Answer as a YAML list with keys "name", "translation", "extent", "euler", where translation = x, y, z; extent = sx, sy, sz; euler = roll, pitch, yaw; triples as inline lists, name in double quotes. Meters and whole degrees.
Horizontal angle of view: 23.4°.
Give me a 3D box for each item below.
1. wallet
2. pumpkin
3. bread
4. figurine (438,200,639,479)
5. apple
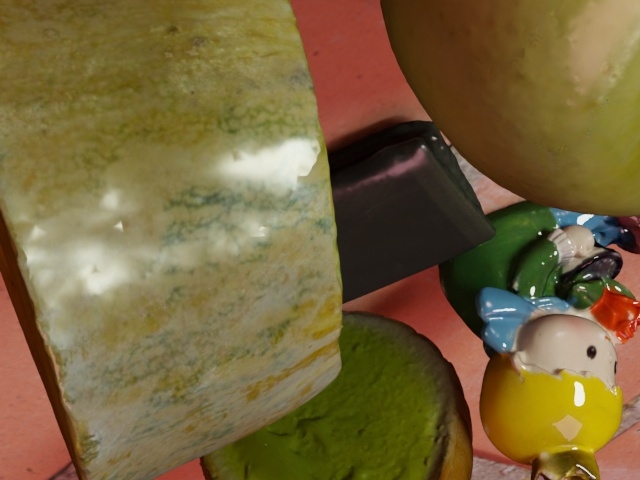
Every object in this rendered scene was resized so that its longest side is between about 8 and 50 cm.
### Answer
- name: "wallet"
  translation: [0.000, 0.000, 1.187]
  extent: [0.245, 0.052, 0.168]
  euler: [-23, 145, 13]
- name: "pumpkin"
  translation: [-0.099, -0.035, 0.881]
  extent: [0.199, 0.332, 0.332]
  euler: [-21, 145, -10]
- name: "bread"
  translation: [0.013, 0.159, 1.242]
  extent: [0.236, 0.236, 0.070]
  euler: [-16, 140, -5]
- name: "figurine"
  translation: [0.201, 0.079, 1.222]
  extent: [0.185, 0.234, 0.127]
  euler: [-18, 141, -2]
- name: "apple"
  translation: [0.176, -0.162, 0.876]
  extent: [0.292, 0.254, 0.292]
  euler: [-14, 141, -11]
